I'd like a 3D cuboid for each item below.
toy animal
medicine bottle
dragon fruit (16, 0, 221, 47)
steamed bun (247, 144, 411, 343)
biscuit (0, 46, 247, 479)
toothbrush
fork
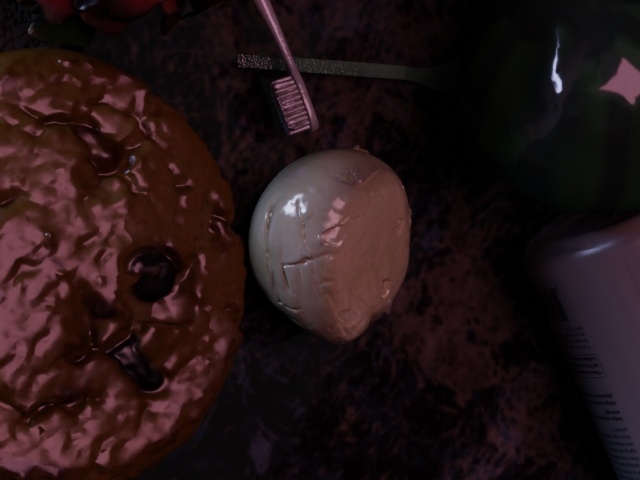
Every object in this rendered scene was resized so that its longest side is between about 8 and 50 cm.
[{"bbox_3d":[0.238,-0.154,1.350,0.338,0.216,0.191,-33,136,-32],"label":"toy animal"},{"bbox_3d":[0.272,0.104,1.400,0.157,0.157,0.289,-29,100,-27],"label":"medicine bottle"},{"bbox_3d":[-0.125,-0.261,1.159,0.233,0.293,0.234,15,37,-11],"label":"dragon fruit"},{"bbox_3d":[0.000,0.000,1.294,0.112,0.091,0.130,-42,137,-39],"label":"steamed bun"},{"bbox_3d":[-0.171,0.019,1.217,0.295,0.075,0.296,3,84,-30],"label":"biscuit"},{"bbox_3d":[-0.059,-0.202,1.313,0.025,0.019,0.276,-20,91,-21],"label":"toothbrush"},{"bbox_3d":[0.043,-0.123,1.374,0.235,0.021,0.039,2,81,-27],"label":"fork"}]
